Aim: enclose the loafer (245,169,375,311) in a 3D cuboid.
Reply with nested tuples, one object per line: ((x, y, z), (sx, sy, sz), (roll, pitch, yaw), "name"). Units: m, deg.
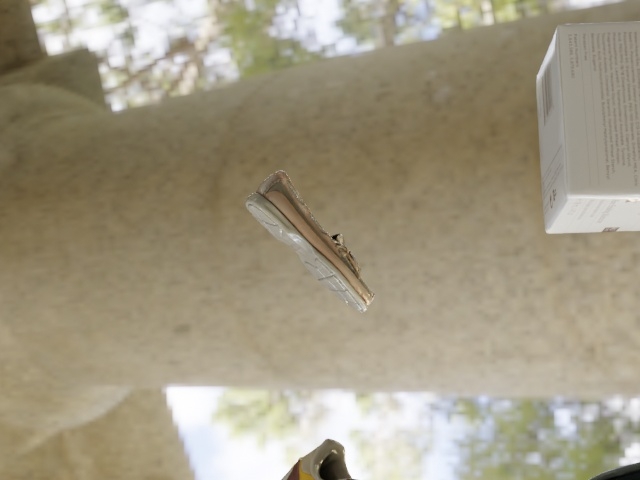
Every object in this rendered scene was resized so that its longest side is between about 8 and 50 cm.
((0.000, 0.000, 1.395), (0.125, 0.045, 0.039), (44, -106, -15), "loafer")

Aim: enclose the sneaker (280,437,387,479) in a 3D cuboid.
((0.029, 0.192, 1.142), (0.069, 0.185, 0.084), (31, -84, -45), "sneaker")

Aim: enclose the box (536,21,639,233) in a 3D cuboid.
((0.293, -0.112, 1.908), (0.181, 0.119, 0.182), (90, 178, -78), "box")

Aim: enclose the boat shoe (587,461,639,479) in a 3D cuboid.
((0.291, 0.153, 1.033), (0.116, 0.319, 0.099), (-83, -24, -53), "boat shoe")
